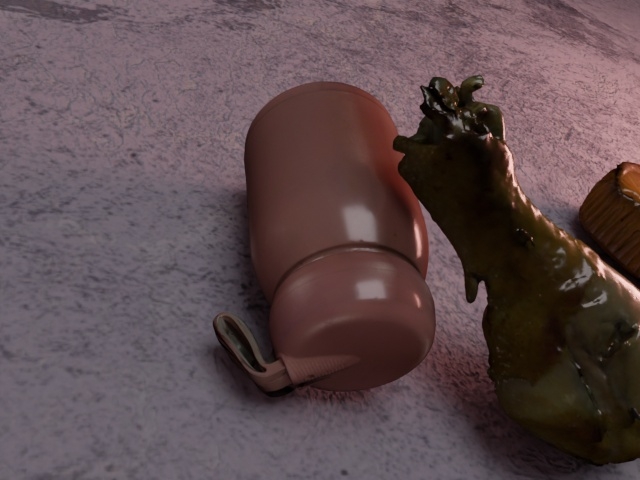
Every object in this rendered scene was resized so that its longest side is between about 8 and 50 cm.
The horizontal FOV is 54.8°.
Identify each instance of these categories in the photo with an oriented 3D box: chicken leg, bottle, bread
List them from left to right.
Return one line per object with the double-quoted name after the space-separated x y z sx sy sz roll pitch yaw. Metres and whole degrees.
0.000 0.000 0.597 0.206 0.173 0.297 -12 48 3 "bottle"
0.198 0.040 0.558 0.201 0.152 0.429 -43 106 -27 "chicken leg"
0.483 -0.017 0.913 0.199 0.104 0.199 19 40 -17 "bread"
